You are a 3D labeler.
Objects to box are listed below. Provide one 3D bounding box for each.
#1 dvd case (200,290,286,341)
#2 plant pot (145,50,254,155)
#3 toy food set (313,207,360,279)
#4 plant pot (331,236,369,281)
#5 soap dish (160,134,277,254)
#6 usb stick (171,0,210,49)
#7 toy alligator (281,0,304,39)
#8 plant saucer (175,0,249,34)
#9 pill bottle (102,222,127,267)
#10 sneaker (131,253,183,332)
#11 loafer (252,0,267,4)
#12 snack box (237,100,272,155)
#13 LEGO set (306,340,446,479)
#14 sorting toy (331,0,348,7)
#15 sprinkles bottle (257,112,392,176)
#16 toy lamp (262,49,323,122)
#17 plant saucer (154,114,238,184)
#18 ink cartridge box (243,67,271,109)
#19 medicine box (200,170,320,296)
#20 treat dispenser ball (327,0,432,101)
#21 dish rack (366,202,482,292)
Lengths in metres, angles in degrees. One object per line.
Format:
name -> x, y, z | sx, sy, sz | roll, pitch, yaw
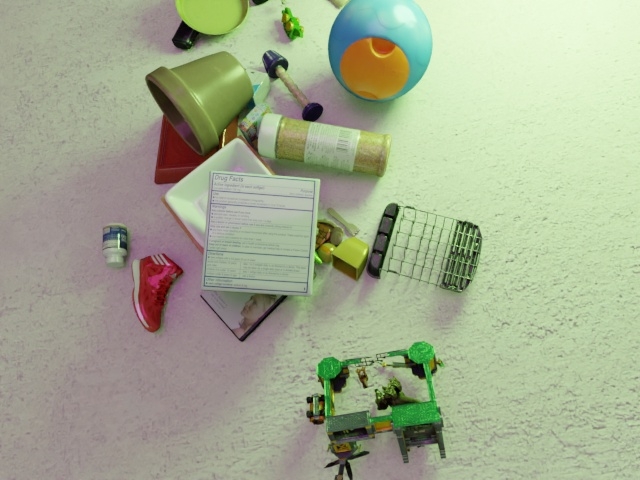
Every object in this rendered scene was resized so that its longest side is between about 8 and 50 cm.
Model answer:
dvd case -> -0.181, 0.121, 1.343 | 0.253, 0.022, 0.180 | -45, 69, -4
plant pot -> -0.319, -0.406, 1.400 | 0.229, 0.263, 0.263 | -39, 68, -15
toy food set -> 0.000, 0.000, 1.348 | 0.132, 0.038, 0.192 | 40, 82, 21
plant pot -> 0.085, 0.040, 1.299 | 0.081, 0.081, 0.083 | 30, 67, 19
soap dish -> -0.262, -0.119, 1.386 | 0.290, 0.118, 0.229 | -40, 76, -4
usb stick -> -0.422, -0.774, 1.700 | 0.077, 0.045, 0.278 | 16, 75, 20
toy alligator -> -0.105, -0.713, 1.617 | 0.051, 0.056, 0.190 | -43, 62, 38
plant saucer -> -0.361, -0.787, 1.664 | 0.240, 0.037, 0.241 | 2, 77, -10
pill bottle -> -0.596, 0.015, 1.440 | 0.066, 0.067, 0.120 | -11, 69, 7
sneaker -> -0.440, 0.131, 1.361 | 0.127, 0.087, 0.221 | -21, 69, 4
loafer -> -0.157, -0.857, 1.672 | 0.169, 0.062, 0.061 | -16, 64, 4
snack box -> -0.173, -0.321, 1.440 | 0.037, 0.141, 0.100 | 36, 81, 21
LEGO set -> 0.146, 0.390, 1.140 | 0.331, 0.192, 0.255 | -16, 39, 1
sorting toy -> 0.084, -0.883, 1.641 | 0.196, 0.047, 0.348 | -40, 69, -5
sprinkles bottle -> 0.011, -0.261, 1.365 | 0.354, 0.121, 0.121 | 11, 73, 4
toy lamp -> -0.091, -0.478, 1.516 | 0.080, 0.080, 0.275 | -35, 71, -3
plant saucer -> -0.386, -0.306, 1.526 | 0.258, 0.048, 0.259 | -3, 70, 9
ink cartridge box -> -0.259, -0.482, 1.549 | 0.180, 0.060, 0.104 | 18, 66, 16
medicine box -> -0.144, -0.014, 1.234 | 0.263, 0.149, 0.290 | 4, 87, -4
treat dispenser ball -> 0.163, -0.532, 1.372 | 0.287, 0.288, 0.289 | -3, 70, 10
dish rack -> 0.268, 0.020, 1.276 | 0.271, 0.074, 0.209 | 15, 75, 14
